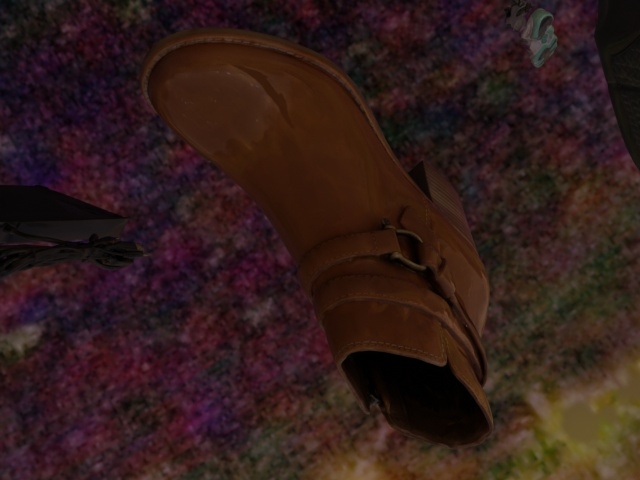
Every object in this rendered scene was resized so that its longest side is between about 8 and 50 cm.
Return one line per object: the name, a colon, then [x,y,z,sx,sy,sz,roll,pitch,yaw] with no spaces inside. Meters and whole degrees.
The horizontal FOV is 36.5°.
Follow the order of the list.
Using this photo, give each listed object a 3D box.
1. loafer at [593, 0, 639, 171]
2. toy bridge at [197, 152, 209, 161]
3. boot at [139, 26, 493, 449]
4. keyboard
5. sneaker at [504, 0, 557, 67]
loafer: [0.150,-0.150,0.388,0.084,0.267,0.096,-26,-158,-32]
toy bridge: [-0.018,-0.084,0.874,0.188,0.026,0.063,10,104,-38]
boot: [0.000,0.000,0.624,0.283,0.220,0.109,37,122,-28]
keyboard: [-0.272,-0.008,0.792,0.317,0.202,0.033,-6,113,-62]
sneaker: [0.242,-0.250,1.141,0.038,0.069,0.098,-41,153,-10]
